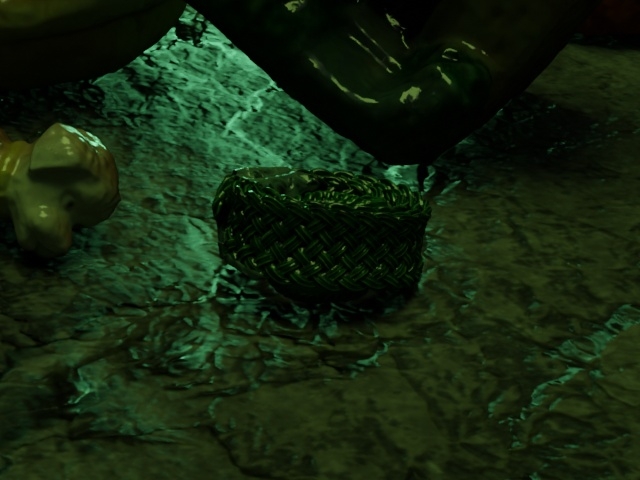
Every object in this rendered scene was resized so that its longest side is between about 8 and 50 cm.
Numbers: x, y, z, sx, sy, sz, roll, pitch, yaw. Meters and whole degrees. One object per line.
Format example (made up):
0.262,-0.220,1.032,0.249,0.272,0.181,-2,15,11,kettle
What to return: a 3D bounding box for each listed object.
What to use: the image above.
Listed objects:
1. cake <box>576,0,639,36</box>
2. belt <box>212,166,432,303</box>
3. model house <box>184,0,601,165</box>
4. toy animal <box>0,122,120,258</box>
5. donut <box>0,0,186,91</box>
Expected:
0.188,-0.364,1.806,0.319,0.270,0.269,8,28,12,cake
0.000,0.000,1.308,0.151,0.079,0.121,4,16,-23,belt
0.082,-0.311,1.476,0.382,0.342,0.334,45,36,4,model house
-0.230,-0.066,1.370,0.185,0.104,0.184,1,29,3,toy animal
-0.310,-0.269,1.644,0.448,0.198,0.449,1,29,0,donut
